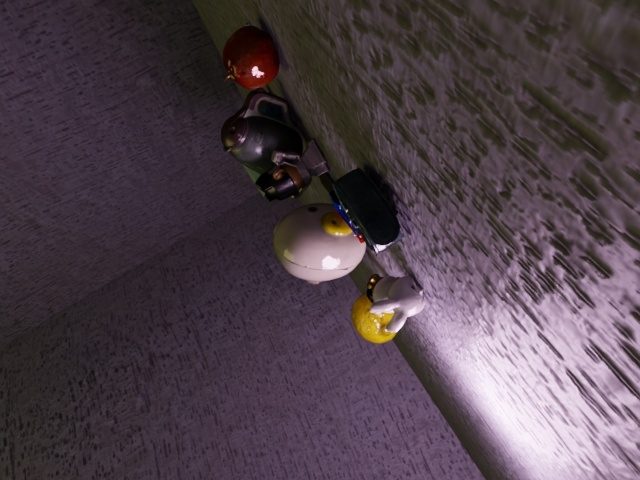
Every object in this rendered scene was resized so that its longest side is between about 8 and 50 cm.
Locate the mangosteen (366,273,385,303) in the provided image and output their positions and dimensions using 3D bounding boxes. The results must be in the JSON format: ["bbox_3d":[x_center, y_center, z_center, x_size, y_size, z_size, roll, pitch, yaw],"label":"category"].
[{"bbox_3d":[0.252,0.208,1.783,0.151,0.137,0.137,53,180,-28],"label":"mangosteen"}]

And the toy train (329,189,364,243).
[{"bbox_3d":[0.116,-0.094,1.451,0.204,0.083,0.131,55,173,44],"label":"toy train"}]

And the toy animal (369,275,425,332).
[{"bbox_3d":[0.244,0.198,1.371,0.127,0.178,0.193,57,179,-13],"label":"toy animal"}]

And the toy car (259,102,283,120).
[{"bbox_3d":[-0.185,-0.529,1.866,0.191,0.097,0.100,59,170,-25],"label":"toy car"}]

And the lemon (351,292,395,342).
[{"bbox_3d":[0.276,0.379,2.056,0.245,0.245,0.320,59,175,-15],"label":"lemon"}]

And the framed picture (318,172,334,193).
[{"bbox_3d":[0.043,-0.237,1.824,0.274,0.017,0.217,56,177,33],"label":"framed picture"}]

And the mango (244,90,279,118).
[{"bbox_3d":[-0.243,-0.540,1.986,0.144,0.187,0.359,-9,123,37],"label":"mango"}]

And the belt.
[{"bbox_3d":[0.132,-0.074,1.096,0.206,0.116,0.267,57,-179,-43],"label":"belt"}]

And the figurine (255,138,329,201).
[{"bbox_3d":[-0.111,-0.260,1.631,0.143,0.308,0.308,49,171,45],"label":"figurine"}]

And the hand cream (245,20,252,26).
[{"bbox_3d":[-0.273,-0.740,1.612,0.121,0.076,0.336,54,172,-19],"label":"hand cream"}]

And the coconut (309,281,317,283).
[{"bbox_3d":[-0.007,0.010,1.995,0.360,0.346,0.346,64,178,9],"label":"coconut"}]

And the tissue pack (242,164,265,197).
[{"bbox_3d":[-0.314,-0.478,2.531,0.388,0.287,0.162,57,142,11],"label":"tissue pack"}]

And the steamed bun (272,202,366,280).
[{"bbox_3d":[-0.002,0.005,1.656,0.334,0.374,0.334,4,95,59],"label":"steamed bun"}]

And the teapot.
[{"bbox_3d":[-0.233,-0.432,1.667,0.312,0.315,0.233,17,-162,-50],"label":"teapot"}]

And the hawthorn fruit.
[{"bbox_3d":[-0.230,-0.560,1.302,0.179,0.200,0.179,53,180,0],"label":"hawthorn fruit"}]
